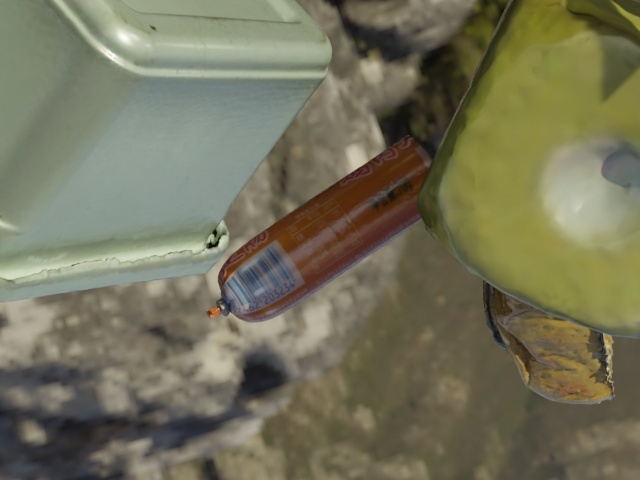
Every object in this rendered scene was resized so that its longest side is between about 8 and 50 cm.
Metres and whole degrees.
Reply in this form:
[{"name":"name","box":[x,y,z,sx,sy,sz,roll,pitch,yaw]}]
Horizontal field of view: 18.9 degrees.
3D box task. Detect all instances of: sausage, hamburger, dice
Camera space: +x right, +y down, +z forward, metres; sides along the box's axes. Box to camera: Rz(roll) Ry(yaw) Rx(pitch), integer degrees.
[{"name":"sausage","box":[0.000,0.000,1.660,0.234,0.071,0.071,-33,158,-10]},{"name":"hamburger","box":[0.221,0.058,1.827,0.131,0.124,0.262,-3,142,12]},{"name":"dice","box":[0.225,-0.076,1.501,0.233,0.238,0.227,-58,173,-67]}]

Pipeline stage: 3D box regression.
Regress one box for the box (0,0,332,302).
[{"name":"box","box":[-0.131,-0.093,1.189,0.182,0.175,0.312,-48,163,21]}]
